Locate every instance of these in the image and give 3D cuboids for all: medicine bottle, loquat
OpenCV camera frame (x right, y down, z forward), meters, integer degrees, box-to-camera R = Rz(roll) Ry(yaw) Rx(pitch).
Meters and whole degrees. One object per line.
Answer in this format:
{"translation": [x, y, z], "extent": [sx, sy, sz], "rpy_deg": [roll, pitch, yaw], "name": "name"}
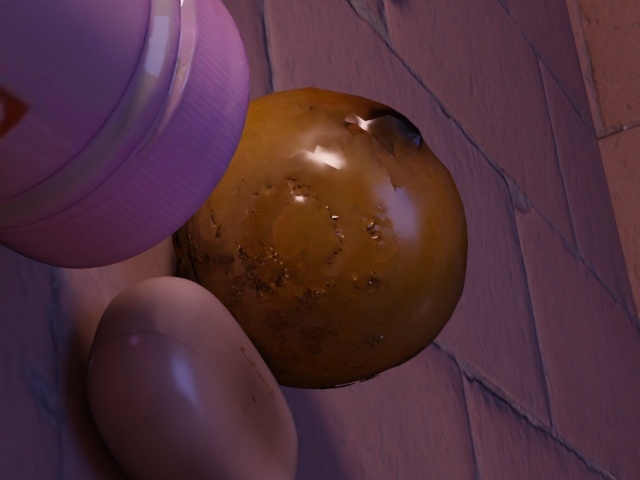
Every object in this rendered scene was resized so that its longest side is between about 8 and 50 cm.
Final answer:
{"translation": [-0.193, -0.123, 0.780], "extent": [0.316, 0.202, 0.202], "rpy_deg": [38, 40, -56], "name": "medicine bottle"}
{"translation": [0.000, 0.000, 1.145], "extent": [0.235, 0.235, 0.235], "rpy_deg": [52, 29, -44], "name": "loquat"}

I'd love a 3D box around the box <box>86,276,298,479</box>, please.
{"translation": [-0.083, 0.118, 1.028], "extent": [0.200, 0.088, 0.146], "rpy_deg": [58, 23, -33], "name": "box"}
